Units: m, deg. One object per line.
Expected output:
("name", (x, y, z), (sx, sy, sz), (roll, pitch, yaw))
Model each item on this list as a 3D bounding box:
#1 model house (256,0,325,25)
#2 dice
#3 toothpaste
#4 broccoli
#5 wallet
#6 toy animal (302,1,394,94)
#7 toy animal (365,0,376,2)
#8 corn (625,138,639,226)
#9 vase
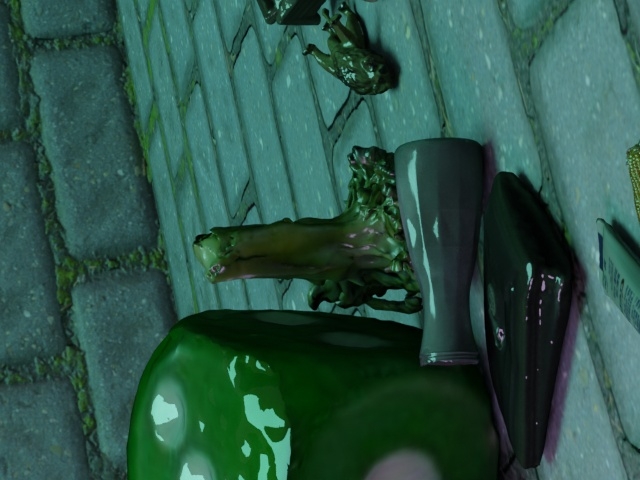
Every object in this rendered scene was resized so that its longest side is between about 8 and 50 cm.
("model house", (-0.060, -0.355, 2.128), (0.229, 0.122, 0.188), (-128, 31, -58))
("dice", (-0.010, 0.231, 1.772), (0.300, 0.287, 0.297), (13, 105, 53))
("toothpaste", (0.251, 0.050, 1.323), (0.216, 0.037, 0.062), (-118, 24, -63))
("broccoli", (0.001, 0.003, 1.781), (0.198, 0.275, 0.177), (119, 138, -75))
("wallet", (0.180, 0.077, 1.595), (0.168, 0.052, 0.245), (-109, 15, -52))
("toy animal", (0.022, -0.225, 1.973), (0.069, 0.086, 0.219), (-49, 29, 17))
("toy animal", (-0.012, -0.385, 1.874), (0.154, 0.166, 0.250), (-25, 76, 30))
("corn", (0.247, -0.038, 1.303), (0.028, 0.027, 0.083), (-10, 89, 55))
("vase", (0.118, 0.013, 1.656), (0.086, 0.086, 0.214), (144, 125, -74))
